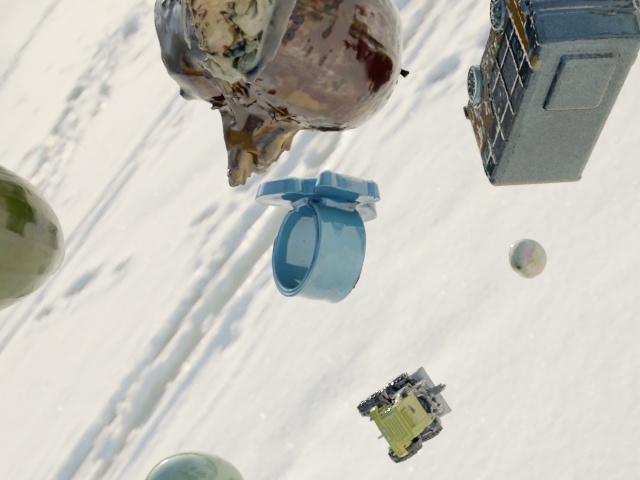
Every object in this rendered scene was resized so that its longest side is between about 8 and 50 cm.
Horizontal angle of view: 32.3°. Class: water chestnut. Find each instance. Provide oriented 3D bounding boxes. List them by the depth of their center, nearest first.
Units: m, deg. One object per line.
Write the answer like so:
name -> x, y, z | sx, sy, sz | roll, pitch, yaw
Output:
water chestnut -> -0.063, -0.235, 1.406 | 0.346, 0.335, 0.335 | -65, 24, 2

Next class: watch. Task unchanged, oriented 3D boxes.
watch -> 0.000, 0.000, 1.777 | 0.211, 0.211, 0.193 | -12, 70, 53

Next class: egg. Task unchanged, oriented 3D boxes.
egg -> -0.228, 0.458, 2.013 | 0.149, 0.192, 0.149 | -179, 90, -74

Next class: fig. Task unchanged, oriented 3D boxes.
fig -> -0.404, 0.008, 1.305 | 0.203, 0.225, 0.202 | -18, 60, 34

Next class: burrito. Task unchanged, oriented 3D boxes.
burrito -> -0.051, -0.310, 0.879 | 0.175, 0.107, 0.347 | 176, 101, -85

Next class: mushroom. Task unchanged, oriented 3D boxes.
mushroom -> 0.420, 0.036, 2.250 | 0.083, 0.084, 0.067 | -56, 17, -17

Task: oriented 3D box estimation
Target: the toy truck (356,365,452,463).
toy truck -> 0.170, 0.308, 2.014 | 0.111, 0.136, 0.286 | -35, -5, 24

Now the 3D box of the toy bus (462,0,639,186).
toy bus -> 0.268, -0.199, 1.302 | 0.275, 0.139, 0.167 | 100, 164, -54
